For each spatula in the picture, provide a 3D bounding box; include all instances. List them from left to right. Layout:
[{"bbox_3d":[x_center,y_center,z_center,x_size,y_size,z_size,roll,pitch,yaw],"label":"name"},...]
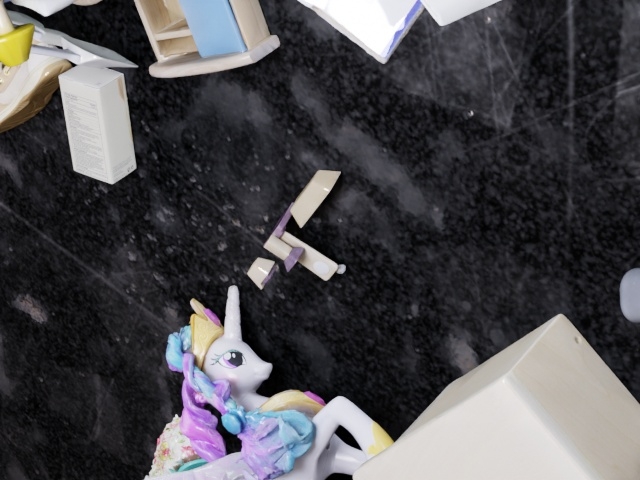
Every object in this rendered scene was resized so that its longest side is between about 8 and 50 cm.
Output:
[{"bbox_3d":[-0.300,-0.206,1.412,0.168,0.242,0.019,30,103,25],"label":"spatula"}]

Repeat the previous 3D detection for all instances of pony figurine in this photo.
[{"bbox_3d":[-0.057,0.270,1.540,0.363,0.303,0.351,31,103,24],"label":"pony figurine"}]

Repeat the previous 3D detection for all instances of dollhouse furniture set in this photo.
[{"bbox_3d":[-0.241,-0.194,1.300,0.286,0.303,0.198,-2,117,41],"label":"dollhouse furniture set"},{"bbox_3d":[0.000,0.000,1.410,0.081,0.091,0.114,34,135,-5],"label":"dollhouse furniture set"}]

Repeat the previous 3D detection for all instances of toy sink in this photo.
[{"bbox_3d":[0.171,0.198,1.358,0.153,0.131,0.234,49,133,1],"label":"toy sink"}]

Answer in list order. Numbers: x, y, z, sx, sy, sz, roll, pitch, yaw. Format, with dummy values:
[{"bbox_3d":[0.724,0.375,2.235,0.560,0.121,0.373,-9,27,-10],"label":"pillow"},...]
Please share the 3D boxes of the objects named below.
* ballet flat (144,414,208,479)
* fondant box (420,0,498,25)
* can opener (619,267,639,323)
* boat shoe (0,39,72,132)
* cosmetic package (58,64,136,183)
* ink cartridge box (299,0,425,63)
[{"bbox_3d":[-0.178,0.296,1.779,0.077,0.091,0.241,63,143,33],"label":"ballet flat"},{"bbox_3d":[0.133,-0.313,0.841,0.238,0.330,0.096,-21,145,22],"label":"fondant box"},{"bbox_3d":[0.363,0.012,1.123,0.283,0.076,0.095,-6,82,43],"label":"can opener"},{"bbox_3d":[-0.323,-0.168,1.576,0.170,0.063,0.059,-34,85,45],"label":"boat shoe"},{"bbox_3d":[-0.232,-0.123,1.539,0.060,0.041,0.115,21,130,29],"label":"cosmetic package"},{"bbox_3d":[0.020,-0.333,1.051,0.307,0.072,0.303,38,103,12],"label":"ink cartridge box"}]
